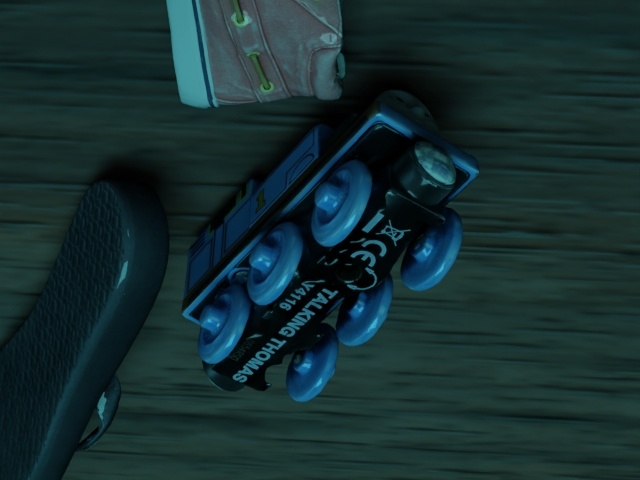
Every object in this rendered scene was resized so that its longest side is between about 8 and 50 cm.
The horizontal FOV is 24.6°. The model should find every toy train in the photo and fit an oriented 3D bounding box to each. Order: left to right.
[{"bbox_3d":[0.000,0.000,0.727,0.080,0.105,0.184,26,128,-25],"label":"toy train"}]

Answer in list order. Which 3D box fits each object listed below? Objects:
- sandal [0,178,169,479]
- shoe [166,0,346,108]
[{"bbox_3d":[-0.135,0.076,0.818,0.055,0.097,0.254,7,135,-34],"label":"sandal"},{"bbox_3d":[-0.030,-0.134,0.655,0.081,0.063,0.178,0,134,5],"label":"shoe"}]
